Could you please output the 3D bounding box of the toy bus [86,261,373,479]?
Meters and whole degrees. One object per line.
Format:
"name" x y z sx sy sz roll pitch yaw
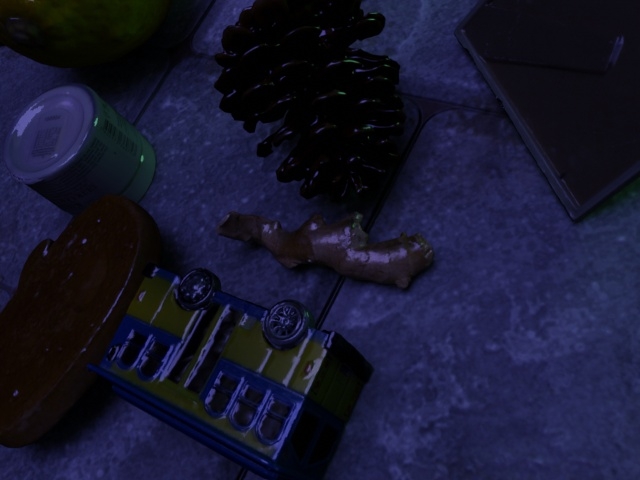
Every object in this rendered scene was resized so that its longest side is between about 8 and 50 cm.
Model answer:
"toy bus" -0.105 0.147 0.726 0.287 0.138 0.175 17 71 30

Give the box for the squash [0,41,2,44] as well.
"squash" -0.678 -0.439 1.345 0.083 0.027 0.028 -2 64 22

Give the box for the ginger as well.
"ginger" 0.000 0.000 0.794 0.288 0.075 0.089 12 93 24

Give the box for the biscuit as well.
"biscuit" -0.364 0.099 0.891 0.367 0.063 0.314 -53 41 0

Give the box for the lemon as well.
"lemon" -0.422 -0.461 1.054 0.349 0.350 0.387 2 57 25

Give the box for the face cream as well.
"face cream" -0.374 -0.134 0.980 0.177 0.153 0.177 -10 62 20

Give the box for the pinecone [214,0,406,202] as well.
"pinecone" -0.007 -0.178 0.803 0.246 0.246 0.292 -24 72 12

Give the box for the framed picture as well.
"framed picture" 0.306 -0.226 0.719 0.247 0.022 0.335 -47 50 37
